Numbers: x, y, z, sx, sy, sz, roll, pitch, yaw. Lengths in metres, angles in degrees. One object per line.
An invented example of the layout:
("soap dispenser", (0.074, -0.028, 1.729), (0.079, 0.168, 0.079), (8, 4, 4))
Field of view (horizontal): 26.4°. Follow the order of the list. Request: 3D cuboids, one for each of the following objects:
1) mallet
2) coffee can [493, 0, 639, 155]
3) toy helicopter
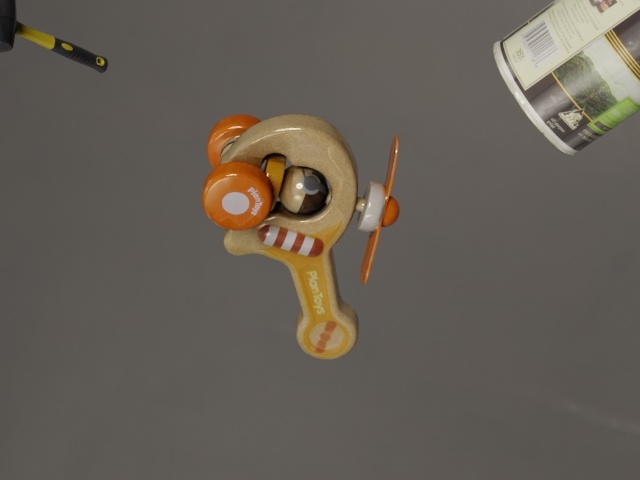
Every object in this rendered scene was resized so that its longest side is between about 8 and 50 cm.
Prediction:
("mallet", (-0.291, -0.203, 1.444), (0.039, 0.062, 0.189), (-6, -19, 30))
("coffee can", (0.410, -0.276, 1.906), (0.201, 0.275, 0.201), (41, 27, -27))
("toy helicopter", (0.000, 0.000, 1.689), (0.235, 0.355, 0.140), (-10, 34, 5))
